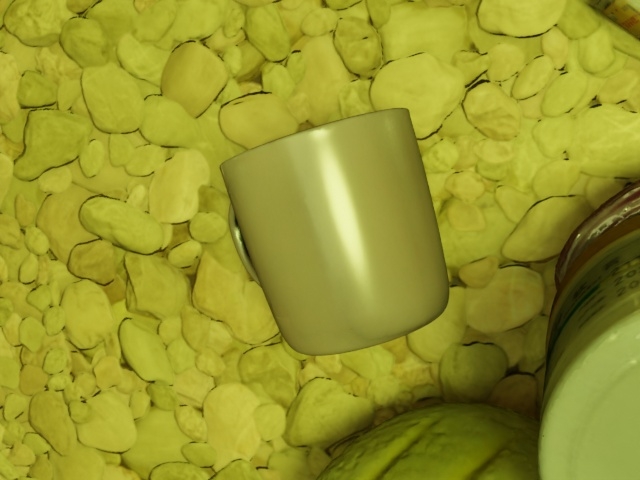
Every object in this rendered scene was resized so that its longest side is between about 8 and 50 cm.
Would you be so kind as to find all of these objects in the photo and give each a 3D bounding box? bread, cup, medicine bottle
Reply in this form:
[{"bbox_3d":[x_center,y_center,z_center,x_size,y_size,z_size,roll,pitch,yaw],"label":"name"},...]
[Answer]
[{"bbox_3d":[0.122,0.303,0.586,0.320,0.320,0.237,-26,107,15],"label":"bread"},{"bbox_3d":[0.000,0.000,0.666,0.253,0.191,0.200,-13,95,45],"label":"cup"},{"bbox_3d":[0.276,0.107,0.449,0.238,0.232,0.238,6,105,21],"label":"medicine bottle"}]

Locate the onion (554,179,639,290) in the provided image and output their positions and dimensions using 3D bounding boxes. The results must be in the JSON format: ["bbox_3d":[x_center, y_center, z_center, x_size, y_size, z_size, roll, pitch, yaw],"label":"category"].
[{"bbox_3d":[0.365,0.019,0.583,0.283,0.120,0.227,-40,90,26],"label":"onion"}]

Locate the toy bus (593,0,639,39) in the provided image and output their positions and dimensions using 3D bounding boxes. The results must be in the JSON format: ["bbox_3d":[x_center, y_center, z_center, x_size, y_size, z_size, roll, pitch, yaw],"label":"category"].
[{"bbox_3d":[0.390,-0.332,0.565,0.138,0.097,0.342,40,104,6],"label":"toy bus"}]
